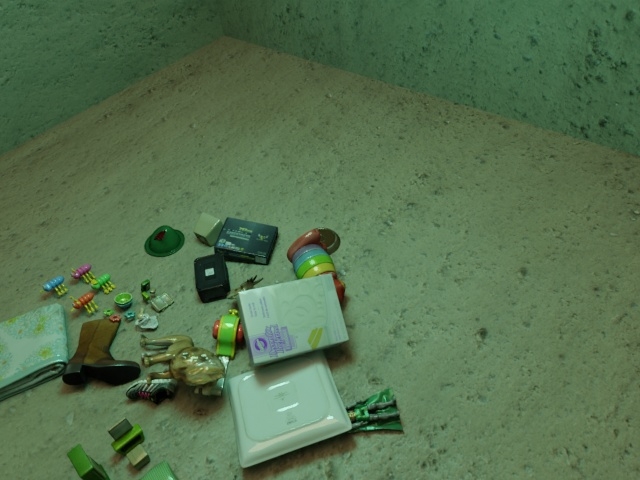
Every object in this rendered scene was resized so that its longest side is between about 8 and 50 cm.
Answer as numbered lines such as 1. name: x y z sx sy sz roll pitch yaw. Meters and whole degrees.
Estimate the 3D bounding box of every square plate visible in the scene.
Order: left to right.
1. square plate: -0.114 0.505 1.635 0.346 0.049 0.344 -17 35 -7

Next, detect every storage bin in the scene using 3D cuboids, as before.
1. storage bin: -0.431 0.148 2.052 0.121 0.084 0.180 -13 44 -6

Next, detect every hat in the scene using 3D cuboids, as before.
1. hat: -0.685 -0.051 2.215 0.208 0.184 0.173 12 47 19

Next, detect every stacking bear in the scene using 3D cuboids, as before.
1. stacking bear: -0.002 0.132 1.964 0.164 0.175 0.289 -30 56 -2

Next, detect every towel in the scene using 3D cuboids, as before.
1. towel: -1.118 0.411 1.880 0.374 0.090 0.321 -22 47 -14

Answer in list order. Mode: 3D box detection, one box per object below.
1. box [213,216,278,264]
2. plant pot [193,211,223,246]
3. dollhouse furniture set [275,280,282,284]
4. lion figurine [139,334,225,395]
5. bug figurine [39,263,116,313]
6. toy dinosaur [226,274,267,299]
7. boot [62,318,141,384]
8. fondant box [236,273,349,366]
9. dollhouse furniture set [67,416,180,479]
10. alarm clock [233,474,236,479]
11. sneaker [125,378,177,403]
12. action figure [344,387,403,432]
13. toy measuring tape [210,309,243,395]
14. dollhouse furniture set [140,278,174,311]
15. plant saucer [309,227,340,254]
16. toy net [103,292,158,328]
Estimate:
1. box: -0.310 0.000 2.175 0.232 0.059 0.184 12 46 4
2. plant pot: -0.486 -0.041 2.240 0.109 0.109 0.096 23 62 27
3. dollhouse furniture set: -0.180 0.212 1.953 0.114 0.081 0.091 -29 48 -20
4. lion figurine: -0.477 0.388 1.747 0.240 0.142 0.392 -8 20 -23
5. bug figurine: -0.977 0.182 2.083 0.278 0.072 0.216 20 41 25
6. toy dinosaur: -0.199 0.228 1.887 0.295 0.127 0.200 23 19 -4
7. boot: -0.766 0.395 1.875 0.263 0.096 0.281 -9 33 0
8. fondant box: -0.095 0.264 1.729 0.329 0.096 0.239 -11 74 -17
9. dollhouse furniture set: -0.548 0.679 1.485 0.197 0.151 0.301 -36 51 -26
10. alarm clock: -0.279 0.760 1.429 0.192 0.064 0.129 -33 50 -27
11. sneaker: -0.566 0.509 1.721 0.170 0.063 0.075 -8 38 -7
12. action figure: 0.126 0.541 1.599 0.232 0.064 0.137 -13 48 0
13. toy measuring tape: -0.331 0.366 1.791 0.121 0.122 0.330 -1 44 7
14. dollhouse furniture set: -0.656 0.227 2.047 0.151 0.059 0.076 41 52 16
15. plant saucer: 0.000 0.000 2.180 0.168 0.029 0.169 -4 46 4
16. toy net: -0.720 0.279 1.967 0.232 0.045 0.122 22 34 28
